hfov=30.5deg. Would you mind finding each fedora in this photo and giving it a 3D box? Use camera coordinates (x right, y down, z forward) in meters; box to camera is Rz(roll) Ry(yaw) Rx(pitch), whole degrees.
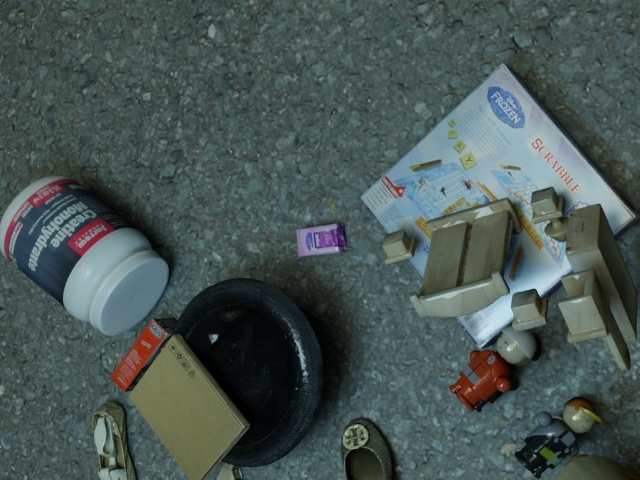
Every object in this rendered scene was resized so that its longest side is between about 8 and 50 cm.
[{"bbox_3d":[-0.097,0.211,1.956,0.334,0.152,0.334,6,101,36],"label":"fedora"}]

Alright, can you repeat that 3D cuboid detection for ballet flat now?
[{"bbox_3d":[0.076,0.406,1.903,0.084,0.058,0.250,-20,63,24],"label":"ballet flat"},{"bbox_3d":[-0.384,0.399,2.146,0.073,0.067,0.206,-15,83,23],"label":"ballet flat"}]

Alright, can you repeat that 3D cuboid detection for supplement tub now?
[{"bbox_3d":[-0.425,0.025,2.104,0.272,0.191,0.191,36,104,22],"label":"supplement tub"}]

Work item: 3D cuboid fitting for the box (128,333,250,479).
[{"bbox_3d":[-0.222,0.282,1.949,0.201,0.021,0.164,49,122,19],"label":"box"}]

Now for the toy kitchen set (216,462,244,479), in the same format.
[{"bbox_3d":[-0.136,0.406,2.027,0.083,0.068,0.075,27,100,23],"label":"toy kitchen set"}]

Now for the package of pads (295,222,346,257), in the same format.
[{"bbox_3d":[0.000,0.000,1.990,0.083,0.032,0.050,-8,89,25],"label":"package of pads"}]

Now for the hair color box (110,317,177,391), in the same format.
[{"bbox_3d":[-0.308,0.205,2.111,0.043,0.072,0.141,42,107,21],"label":"hair color box"}]

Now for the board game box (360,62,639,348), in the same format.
[{"bbox_3d":[0.276,-0.052,1.840,0.318,0.066,0.319,-42,73,19],"label":"board game box"}]

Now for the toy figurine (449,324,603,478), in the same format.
[{"bbox_3d":[0.311,0.234,1.743,0.148,0.213,0.209,-45,74,2],"label":"toy figurine"}]

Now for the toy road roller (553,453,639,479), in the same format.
[{"bbox_3d":[0.503,0.344,1.590,0.329,0.202,0.241,19,102,-9],"label":"toy road roller"}]

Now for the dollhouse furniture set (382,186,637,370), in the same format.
[{"bbox_3d":[0.257,0.096,1.690,0.355,0.303,0.174,-16,119,25],"label":"dollhouse furniture set"}]
